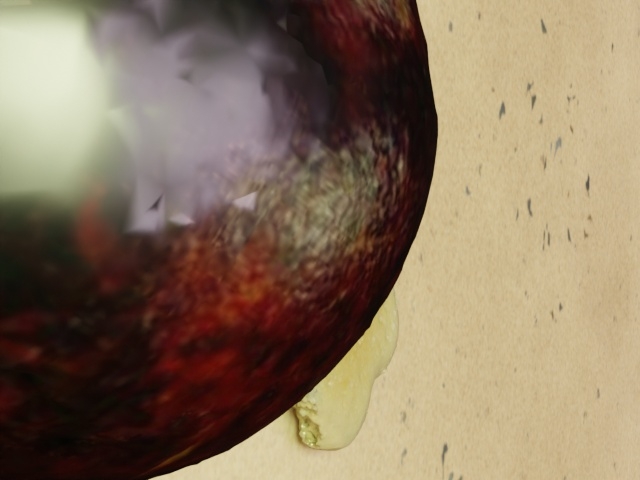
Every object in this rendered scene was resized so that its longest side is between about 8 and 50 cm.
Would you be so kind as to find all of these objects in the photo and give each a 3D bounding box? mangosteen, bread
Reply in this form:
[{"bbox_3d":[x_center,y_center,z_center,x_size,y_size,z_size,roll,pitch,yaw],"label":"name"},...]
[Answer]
[{"bbox_3d":[-0.110,-0.052,0.507,0.297,0.293,0.297,11,63,-22],"label":"mangosteen"},{"bbox_3d":[0.000,0.000,0.925,0.182,0.039,0.251,-59,139,-42],"label":"bread"}]
